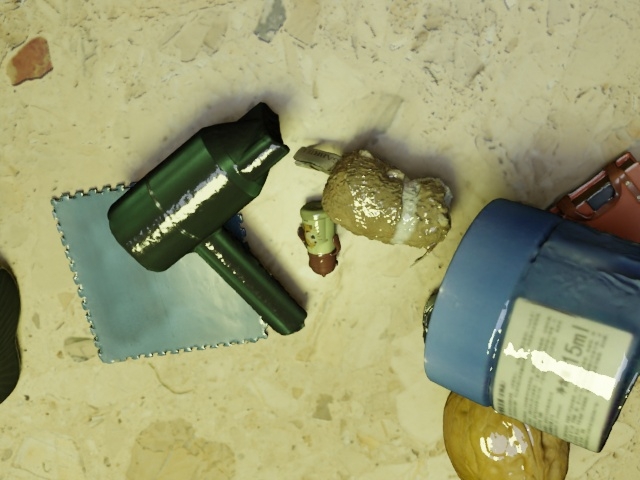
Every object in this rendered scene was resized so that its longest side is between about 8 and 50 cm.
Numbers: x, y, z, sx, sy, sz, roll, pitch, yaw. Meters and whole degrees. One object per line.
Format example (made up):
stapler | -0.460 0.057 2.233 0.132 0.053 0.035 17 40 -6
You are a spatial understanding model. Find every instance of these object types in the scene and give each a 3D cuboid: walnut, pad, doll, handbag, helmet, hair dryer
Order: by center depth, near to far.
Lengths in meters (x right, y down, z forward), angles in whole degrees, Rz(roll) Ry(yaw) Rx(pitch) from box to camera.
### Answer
doll | 0.066 -0.059 1.014 0.221 0.105 0.114 29 83 -5
handbag | 0.402 -0.005 1.032 0.127 0.062 0.190 -40 105 17
hair dryer | -0.087 -0.008 1.053 0.244 0.116 0.302 -36 113 16
walnut | 0.252 0.263 1.089 0.168 0.167 0.207 -15 105 10
helmet | 0.177 0.114 1.099 0.065 0.049 0.083 5 89 46
pad | -0.225 0.042 1.133 0.269 0.012 0.269 -7 108 8

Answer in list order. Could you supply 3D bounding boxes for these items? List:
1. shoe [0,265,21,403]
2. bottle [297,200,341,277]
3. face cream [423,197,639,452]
shoe | -0.501 0.137 1.153 0.112 0.099 0.227 9 111 10
bottle | 0.001 0.001 1.077 0.047 0.063 0.101 -15 113 -21
face cream | 0.274 0.098 0.945 0.225 0.249 0.248 23 112 24
